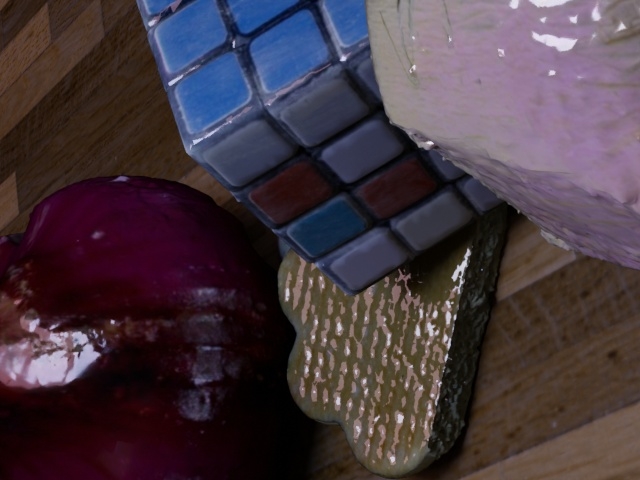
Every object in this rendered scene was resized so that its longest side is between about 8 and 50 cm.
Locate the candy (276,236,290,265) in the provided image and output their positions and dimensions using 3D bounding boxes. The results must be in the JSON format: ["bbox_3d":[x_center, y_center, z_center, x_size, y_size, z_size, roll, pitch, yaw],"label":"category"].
[{"bbox_3d":[0.000,0.000,1.386,0.103,0.043,0.103,-12,74,51],"label":"candy"}]

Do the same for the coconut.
[{"bbox_3d":[0.250,-0.160,0.824,0.405,0.405,0.404,-14,72,51],"label":"coconut"}]

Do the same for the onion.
[{"bbox_3d":[-0.241,0.127,1.369,0.398,0.420,0.398,-9,78,45],"label":"onion"}]

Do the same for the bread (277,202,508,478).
[{"bbox_3d":[0.052,0.048,1.273,0.207,0.056,0.286,19,96,39],"label":"bread"}]

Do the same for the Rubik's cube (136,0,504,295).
[{"bbox_3d":[0.030,-0.157,1.141,0.259,0.253,0.256,-32,53,12],"label":"Rubik's cube"}]
